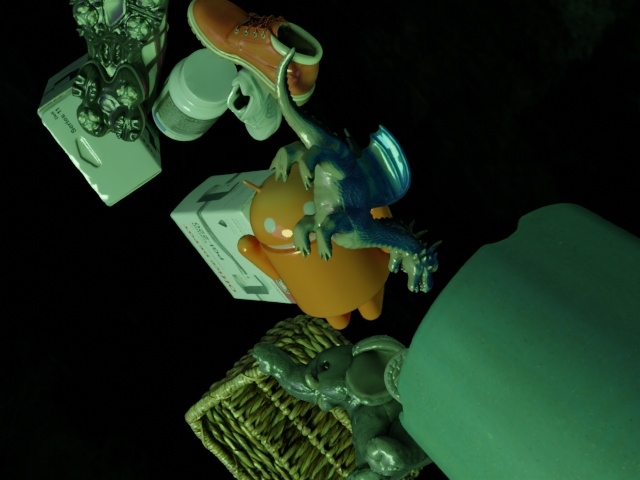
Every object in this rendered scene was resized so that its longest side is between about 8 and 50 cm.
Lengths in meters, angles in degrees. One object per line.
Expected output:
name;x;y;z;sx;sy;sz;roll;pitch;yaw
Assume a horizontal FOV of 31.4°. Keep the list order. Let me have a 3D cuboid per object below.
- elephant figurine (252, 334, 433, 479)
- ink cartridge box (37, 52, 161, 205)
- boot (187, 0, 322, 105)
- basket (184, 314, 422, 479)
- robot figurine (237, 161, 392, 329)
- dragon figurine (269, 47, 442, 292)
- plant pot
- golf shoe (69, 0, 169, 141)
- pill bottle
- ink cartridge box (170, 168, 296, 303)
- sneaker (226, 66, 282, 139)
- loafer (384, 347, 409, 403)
elephant figurine;0.059;0.202;1.517;0.169;0.186;0.239;-40;68;36
ink cartridge box;-0.283;-0.151;1.479;0.153;0.086;0.208;55;-177;-21
boot;-0.065;-0.212;1.163;0.158;0.059;0.085;35;153;3
basket;-0.008;0.286;1.672;0.299;0.223;0.213;50;157;-9
robot figurine;-0.002;0.001;1.307;0.158;0.128;0.219;14;141;50
dragon figurine;0.034;-0.070;1.185;0.085;0.144;0.289;5;115;59
plant pot;0.261;0.160;0.917;0.334;0.341;0.341;40;158;34
golf shoe;-0.219;-0.247;1.282;0.105;0.120;0.273;18;125;1
pill bottle;-0.146;-0.171;1.332;0.078;0.078;0.137;48;157;-6
ink cartridge box;-0.080;-0.005;1.480;0.159;0.092;0.218;54;157;-19
sneaker;-0.079;-0.155;1.269;0.053;0.061;0.152;37;157;15
loafer;0.196;0.215;1.407;0.251;0.094;0.087;39;-170;12
